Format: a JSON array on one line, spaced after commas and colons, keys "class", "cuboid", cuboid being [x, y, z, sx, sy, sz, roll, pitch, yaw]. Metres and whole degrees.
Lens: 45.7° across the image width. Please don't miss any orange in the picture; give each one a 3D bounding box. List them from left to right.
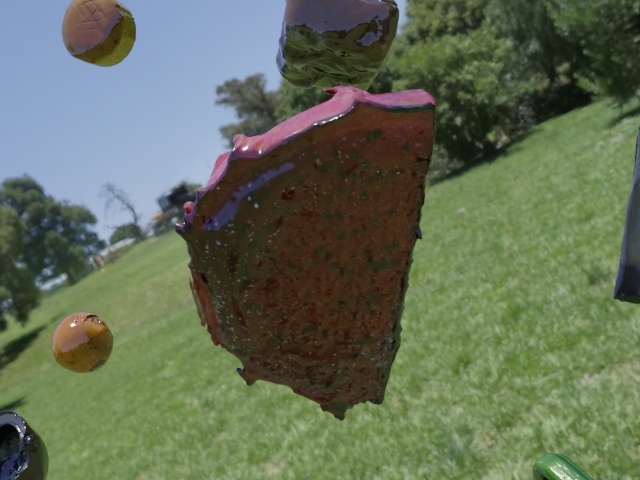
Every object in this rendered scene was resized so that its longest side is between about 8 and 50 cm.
[{"class": "orange", "cuboid": [-0.321, 0.138, 1.027, 0.084, 0.083, 0.083, -27, 1, 0]}]

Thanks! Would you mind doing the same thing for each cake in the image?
[{"class": "cake", "cuboid": [-0.252, -0.239, 0.862, 0.084, 0.084, 0.044, -27, -10, 17]}]

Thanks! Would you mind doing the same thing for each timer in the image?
[{"class": "timer", "cuboid": [0.311, 0.325, 0.910, 0.047, 0.140, 0.128, -30, 35, -15]}]

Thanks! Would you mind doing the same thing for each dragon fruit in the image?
[{"class": "dragon fruit", "cuboid": [0.000, 0.000, 0.555, 0.163, 0.261, 0.189, 16, 32, 19]}]

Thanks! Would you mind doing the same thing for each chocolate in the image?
[{"class": "chocolate", "cuboid": [0.015, -0.254, 0.994, 0.149, 0.093, 0.214, 14, -7, -3]}]

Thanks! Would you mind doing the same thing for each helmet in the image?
[{"class": "helmet", "cuboid": [-0.393, 0.288, 0.979, 0.098, 0.123, 0.070, -22, -38, 20]}]

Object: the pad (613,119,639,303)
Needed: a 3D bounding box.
[{"class": "pad", "cuboid": [0.320, -0.021, 0.512, 0.022, 0.174, 0.233, 0, 9, -44]}]
